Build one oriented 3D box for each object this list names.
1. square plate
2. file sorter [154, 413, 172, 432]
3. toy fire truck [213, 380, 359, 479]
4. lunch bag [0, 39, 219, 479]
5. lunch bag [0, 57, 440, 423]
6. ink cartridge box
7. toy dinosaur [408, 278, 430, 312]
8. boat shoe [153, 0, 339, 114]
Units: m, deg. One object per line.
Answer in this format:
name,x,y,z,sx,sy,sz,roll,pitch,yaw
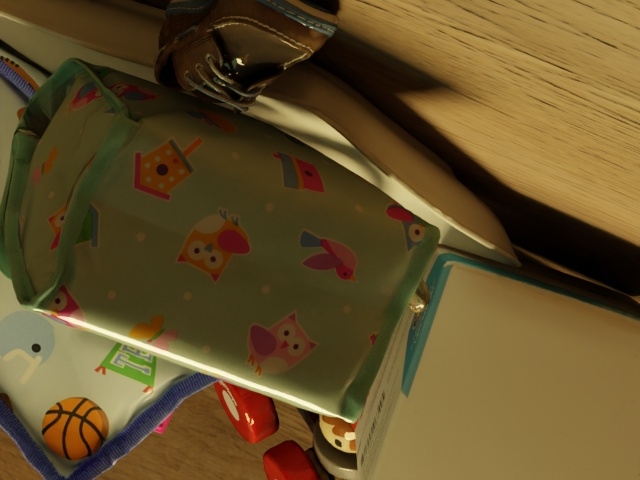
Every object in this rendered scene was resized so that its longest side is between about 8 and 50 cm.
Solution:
square plate,-0.057,-0.094,1.273,0.347,0.049,0.344,20,173,32
file sorter,-0.231,0.034,2.035,0.182,0.291,0.202,24,176,33
toy fire truck,0.002,0.149,1.887,0.302,0.169,0.254,56,163,31
lunch bag,-0.245,-0.029,1.443,0.385,0.239,0.328,52,-177,-10
lunch bag,-0.081,-0.009,1.135,0.223,0.160,0.262,21,-174,-21
ink cartridge box,0.149,0.121,1.417,0.197,0.198,0.270,18,-174,-2
toy dinosaur,0.000,0.000,1.366,0.268,0.064,0.118,23,158,36
boat shoe,-0.045,-0.105,1.001,0.066,0.066,0.183,25,175,-20
